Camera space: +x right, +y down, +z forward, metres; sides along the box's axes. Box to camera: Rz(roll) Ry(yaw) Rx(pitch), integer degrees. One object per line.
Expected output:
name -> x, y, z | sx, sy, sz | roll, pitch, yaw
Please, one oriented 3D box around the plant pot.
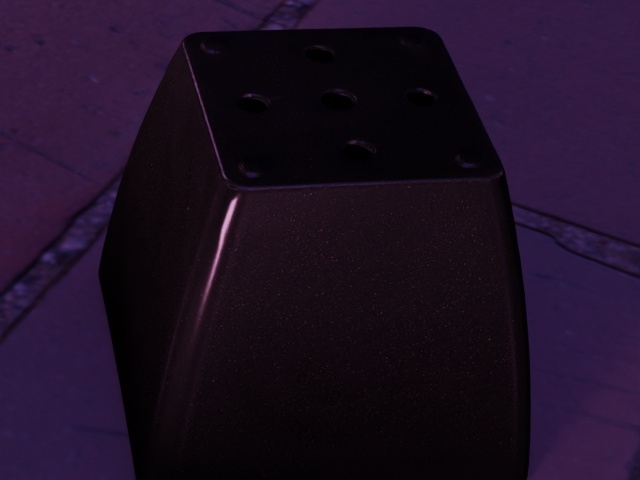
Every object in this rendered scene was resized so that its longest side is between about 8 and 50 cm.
plant pot -> 0.000, 0.000, 0.904 | 0.187, 0.167, 0.188 | -2, 38, -13
